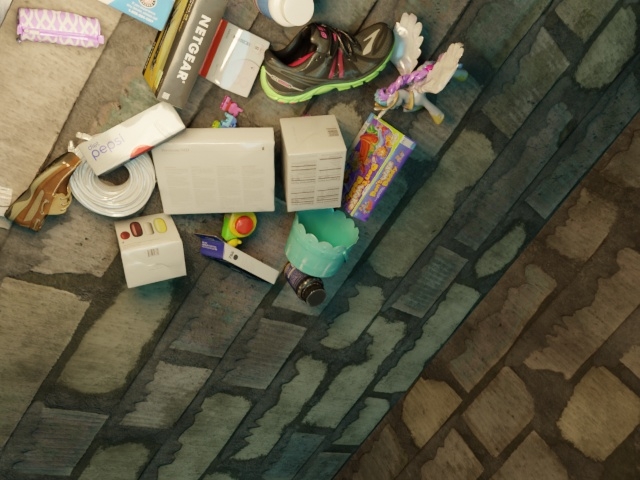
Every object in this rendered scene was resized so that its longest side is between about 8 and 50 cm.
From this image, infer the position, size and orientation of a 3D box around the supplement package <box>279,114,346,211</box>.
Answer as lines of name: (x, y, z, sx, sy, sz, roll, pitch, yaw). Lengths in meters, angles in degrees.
supplement package: (-0.033, -0.268, 1.788, 0.197, 0.199, 0.263, -6, 140, -9)

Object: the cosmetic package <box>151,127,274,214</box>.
cosmetic package: (-0.339, -0.225, 1.676, 0.377, 0.098, 0.285, -2, 137, -7)

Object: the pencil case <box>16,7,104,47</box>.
pencil case: (-0.686, -0.556, 1.344, 0.206, 0.088, 0.086, -6, 124, -27)

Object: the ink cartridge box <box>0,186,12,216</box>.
ink cartridge box: (-0.962, -0.117, 1.539, 0.048, 0.028, 0.083, 13, 115, -36)

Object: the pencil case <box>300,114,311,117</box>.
pencil case: (-0.015, -0.392, 1.860, 0.151, 0.064, 0.070, 34, 82, -42)

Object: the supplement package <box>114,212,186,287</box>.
supplement package: (-0.582, 0.027, 1.742, 0.194, 0.203, 0.149, -12, 127, -23)

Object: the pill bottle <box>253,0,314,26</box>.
pill bottle: (-0.106, -0.694, 1.486, 0.124, 0.221, 0.124, -15, 128, -20)

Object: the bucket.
bucket: (0.000, 0.000, 2.017, 0.281, 0.281, 0.183, 3, 129, -31)

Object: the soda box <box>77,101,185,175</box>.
soda box: (-0.534, -0.295, 1.471, 0.286, 0.091, 0.098, -30, 102, -7)

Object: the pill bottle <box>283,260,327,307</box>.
pill bottle: (-0.062, 0.175, 2.133, 0.122, 0.219, 0.123, -15, 129, -20)

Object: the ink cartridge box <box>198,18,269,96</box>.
ink cartridge box: (-0.296, -0.573, 1.579, 0.232, 0.066, 0.189, 11, 116, -39)

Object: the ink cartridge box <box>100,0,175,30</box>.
ink cartridge box: (-0.461, -0.781, 1.258, 0.285, 0.166, 0.395, 16, 114, -37)

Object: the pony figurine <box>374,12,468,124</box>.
pony figurine: (0.371, -0.582, 1.839, 0.363, 0.303, 0.351, -8, 136, -43)

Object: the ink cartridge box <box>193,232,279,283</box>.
ink cartridge box: (-0.328, 0.072, 1.944, 0.332, 0.165, 0.065, 34, 72, -40)

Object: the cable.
cable: (-0.648, -0.203, 1.589, 0.257, 0.089, 0.257, 8, 113, -23)

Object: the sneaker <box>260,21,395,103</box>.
sneaker: (0.035, -0.602, 1.648, 0.482, 0.185, 0.202, -26, 144, -13)

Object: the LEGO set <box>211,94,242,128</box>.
LEGO set: (-0.312, -0.350, 1.706, 0.093, 0.087, 0.227, 17, 113, -37)

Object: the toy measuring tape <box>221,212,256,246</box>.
toy measuring tape: (-0.281, -0.129, 1.877, 0.121, 0.121, 0.330, 4, 108, -32)

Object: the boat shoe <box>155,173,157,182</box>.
boat shoe: (-0.596, -0.181, 1.697, 0.133, 0.049, 0.042, -35, 104, 6)

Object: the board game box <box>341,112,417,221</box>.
board game box: (0.183, -0.280, 1.940, 0.078, 0.233, 0.347, 19, 111, -38)

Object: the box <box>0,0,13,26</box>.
box: (-0.723, -0.653, 1.102, 0.178, 0.312, 0.343, 24, 108, -39)

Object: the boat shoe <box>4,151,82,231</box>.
boat shoe: (-0.794, -0.137, 1.511, 0.324, 0.123, 0.120, -33, 117, 28)

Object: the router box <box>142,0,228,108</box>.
router box: (-0.384, -0.553, 1.415, 0.081, 0.243, 0.309, 15, 113, -37)
